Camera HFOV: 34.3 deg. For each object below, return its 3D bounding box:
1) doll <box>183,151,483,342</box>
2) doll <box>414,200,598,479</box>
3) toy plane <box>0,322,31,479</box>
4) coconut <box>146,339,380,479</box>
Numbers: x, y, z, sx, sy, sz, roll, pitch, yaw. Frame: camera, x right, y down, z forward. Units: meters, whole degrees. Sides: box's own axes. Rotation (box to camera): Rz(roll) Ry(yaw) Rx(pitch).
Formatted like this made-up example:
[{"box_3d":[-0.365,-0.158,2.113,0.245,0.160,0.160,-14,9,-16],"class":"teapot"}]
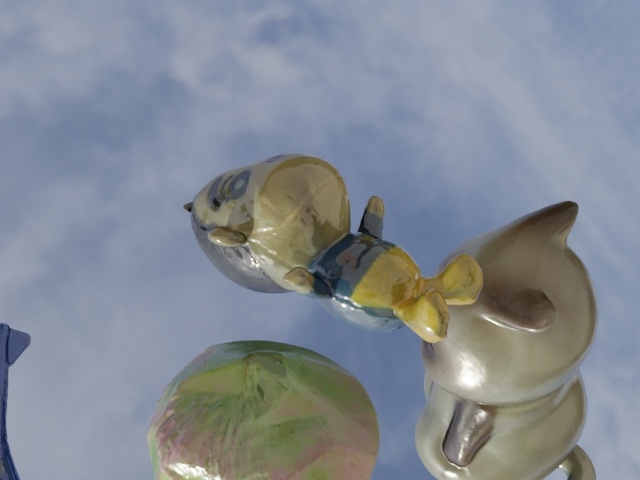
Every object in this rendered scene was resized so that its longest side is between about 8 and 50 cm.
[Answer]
[{"box_3d":[0.000,0.000,0.577,0.102,0.179,0.088,-40,-42,-52],"class":"doll"},{"box_3d":[0.207,0.145,1.203,0.215,0.226,0.370,-58,-34,-40],"class":"doll"},{"box_3d":[-0.137,0.096,0.420,0.062,0.054,0.167,23,-135,-34],"class":"toy plane"},{"box_3d":[-0.022,0.073,0.375,0.083,0.081,0.082,33,-133,30],"class":"coconut"}]
